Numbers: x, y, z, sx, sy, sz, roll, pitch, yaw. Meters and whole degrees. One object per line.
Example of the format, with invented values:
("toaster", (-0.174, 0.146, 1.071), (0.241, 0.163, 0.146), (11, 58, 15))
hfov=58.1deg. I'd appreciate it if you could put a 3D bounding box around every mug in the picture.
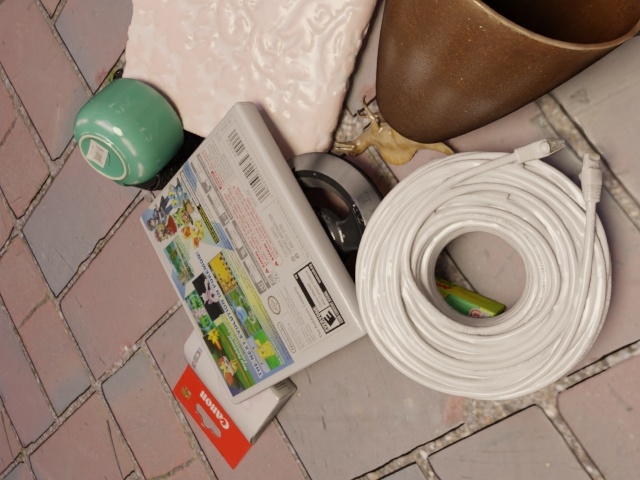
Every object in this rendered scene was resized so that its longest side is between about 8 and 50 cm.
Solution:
("mug", (-0.265, -0.131, 0.798), (0.129, 0.097, 0.158), (6, 136, 28))

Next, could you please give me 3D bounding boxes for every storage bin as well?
("storage bin", (-0.266, -0.177, 0.926), (0.122, 0.084, 0.180), (15, 105, 32))

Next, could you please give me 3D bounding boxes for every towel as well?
("towel", (-0.098, -0.283, 0.749), (0.316, 0.053, 0.332), (22, 116, 8))

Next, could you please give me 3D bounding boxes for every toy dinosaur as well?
("toy dinosaur", (0.100, -0.136, 0.712), (0.183, 0.053, 0.093), (11, 120, 38))

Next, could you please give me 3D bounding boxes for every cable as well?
("cable", (0.167, 0.034, 0.611), (0.257, 0.089, 0.257), (-6, 89, 15))

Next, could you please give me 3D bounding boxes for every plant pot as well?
("plant pot", (0.143, -0.199, 0.563), (0.215, 0.215, 0.230), (60, 154, 11))

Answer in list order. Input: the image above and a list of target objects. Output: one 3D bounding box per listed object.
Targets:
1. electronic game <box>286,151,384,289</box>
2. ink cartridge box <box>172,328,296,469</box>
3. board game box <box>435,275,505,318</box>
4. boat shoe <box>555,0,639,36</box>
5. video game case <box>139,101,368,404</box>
("electronic game", (0.000, 0.000, 0.751), (0.229, 0.048, 0.229), (11, 107, 39))
("ink cartridge box", (-0.164, 0.251, 0.942), (0.189, 0.066, 0.232), (45, 115, 20))
("board game box", (0.126, 0.089, 0.723), (0.181, 0.043, 0.092), (24, 111, 29))
("boat shoe", (0.359, -0.265, 0.475), (0.335, 0.095, 0.112), (-12, 90, 35))
("video game case", (-0.107, 0.033, 0.792), (0.300, 0.036, 0.329), (-37, 78, 40))
